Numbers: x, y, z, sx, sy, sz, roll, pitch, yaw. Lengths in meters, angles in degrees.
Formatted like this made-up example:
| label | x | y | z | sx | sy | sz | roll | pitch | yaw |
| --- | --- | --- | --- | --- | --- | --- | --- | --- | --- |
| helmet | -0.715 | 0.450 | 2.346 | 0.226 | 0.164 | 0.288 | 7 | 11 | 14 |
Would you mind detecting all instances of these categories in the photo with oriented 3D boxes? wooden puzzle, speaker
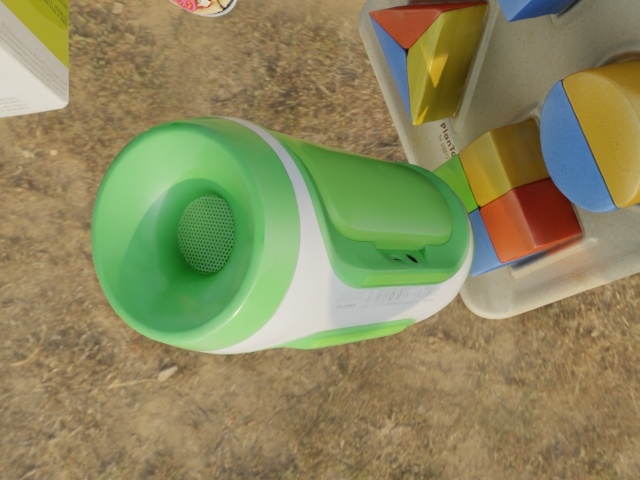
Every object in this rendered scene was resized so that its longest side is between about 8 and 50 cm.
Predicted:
| label | x | y | z | sx | sy | sz | roll | pitch | yaw |
| --- | --- | --- | --- | --- | --- | --- | --- | --- | --- |
| wooden puzzle | 0.148 | -0.120 | 0.606 | 0.080 | 0.348 | 0.322 | -15 | 80 | -29 |
| speaker | 0.000 | 0.000 | 0.531 | 0.131 | 0.296 | 0.131 | -1 | 88 | 29 |

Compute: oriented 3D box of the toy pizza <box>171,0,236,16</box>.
| label | x | y | z | sx | sy | sz | roll | pitch | yaw |
| --- | --- | --- | --- | --- | --- | --- | --- | --- | --- |
| toy pizza | -0.197 | -0.380 | 1.124 | 0.201 | 0.201 | 0.032 | 33 | 64 | 5 |

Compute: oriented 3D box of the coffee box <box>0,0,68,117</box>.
| label | x | y | z | sx | sy | sz | roll | pitch | yaw |
| --- | --- | --- | --- | --- | --- | --- | --- | --- | --- |
| coffee box | -0.454 | -0.314 | 0.763 | 0.337 | 0.338 | 0.334 | -6 | 78 | 7 |
